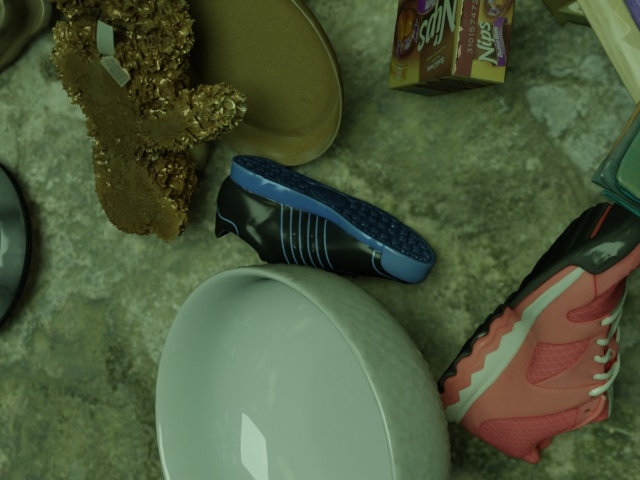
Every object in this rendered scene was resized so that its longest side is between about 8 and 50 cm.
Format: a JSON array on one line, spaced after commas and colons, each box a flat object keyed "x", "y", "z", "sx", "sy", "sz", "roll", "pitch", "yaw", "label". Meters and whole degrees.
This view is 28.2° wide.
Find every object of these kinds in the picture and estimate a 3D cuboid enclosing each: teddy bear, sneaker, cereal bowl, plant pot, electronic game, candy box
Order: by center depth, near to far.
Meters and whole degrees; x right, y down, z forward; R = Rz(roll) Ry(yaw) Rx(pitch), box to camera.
[{"x": 0.221, "y": 0.087, "z": 1.113, "sx": 0.136, "sy": 0.116, "sz": 0.314, "roll": 39, "pitch": 135, "yaw": 5, "label": "sneaker"}, {"x": 0.117, "y": -0.192, "z": 1.156, "sx": 0.053, "sy": 0.187, "sz": 0.109, "roll": 7, "pitch": 92, "yaw": -13, "label": "candy box"}, {"x": -0.003, "y": 0.182, "z": 1.182, "sx": 0.339, "sy": 0.141, "sz": 0.339, "roll": 10, "pitch": 104, "yaw": 47, "label": "cereal bowl"}, {"x": -0.070, "y": -0.179, "z": 1.241, "sx": 0.236, "sy": 0.032, "sz": 0.236, "roll": 26, "pitch": 140, "yaw": 24, "label": "plant pot"}, {"x": -0.178, "y": -0.170, "z": 1.255, "sx": 0.245, "sy": 0.113, "sz": 0.338, "roll": -6, "pitch": 114, "yaw": 40, "label": "teddy bear"}, {"x": 0.000, "y": 0.000, "z": 1.256, "sx": 0.232, "sy": 0.081, "sz": 0.090, "roll": 28, "pitch": 113, "yaw": 19, "label": "sneaker"}, {"x": -0.415, "y": 0.010, "z": 1.425, "sx": 0.229, "sy": 0.048, "sz": 0.229, "roll": -4, "pitch": 82, "yaw": 27, "label": "electronic game"}]

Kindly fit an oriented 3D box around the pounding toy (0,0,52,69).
[{"x": -0.392, "y": -0.268, "z": 1.344, "sx": 0.269, "sy": 0.155, "sz": 0.154, "roll": -38, "pitch": 80, "yaw": 29, "label": "pounding toy"}]

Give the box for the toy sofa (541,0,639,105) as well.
[{"x": 0.335, "y": -0.118, "z": 1.070, "sx": 0.177, "sy": 0.150, "sz": 0.362, "roll": -30, "pitch": 74, "yaw": 18, "label": "toy sofa"}]

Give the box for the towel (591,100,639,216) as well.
[{"x": 0.387, "y": -0.087, "z": 0.970, "sx": 0.271, "sy": 0.040, "sz": 0.370, "roll": 36, "pitch": 58, "yaw": 0, "label": "towel"}]
